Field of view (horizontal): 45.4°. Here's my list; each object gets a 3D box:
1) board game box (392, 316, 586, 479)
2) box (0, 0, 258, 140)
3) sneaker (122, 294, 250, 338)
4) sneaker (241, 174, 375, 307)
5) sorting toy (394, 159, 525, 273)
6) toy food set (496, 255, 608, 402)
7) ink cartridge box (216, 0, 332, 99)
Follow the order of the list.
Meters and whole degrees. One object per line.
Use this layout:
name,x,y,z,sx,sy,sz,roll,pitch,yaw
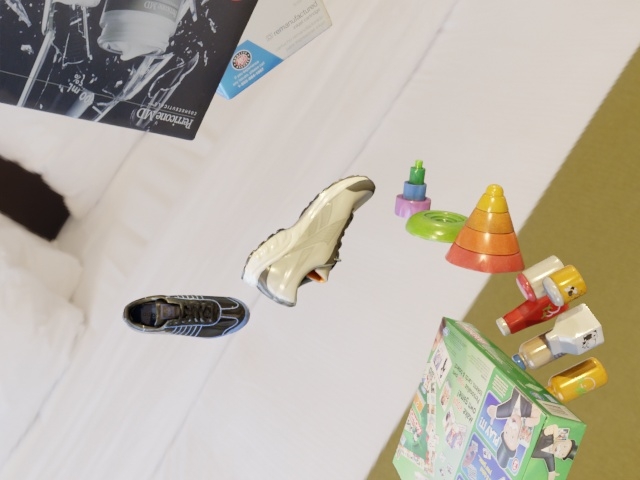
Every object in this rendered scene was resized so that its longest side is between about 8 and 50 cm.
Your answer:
board game box,0.169,0.232,0.858,0.317,0.046,0.213,-126,52,-76
box,-0.229,-0.295,0.775,0.179,0.343,0.312,37,107,27
sneaker,-0.248,0.140,1.411,0.090,0.232,0.081,89,176,-77
sneaker,0.000,0.000,1.200,0.271,0.108,0.100,-44,-11,-25
sorting toy,0.219,-0.061,1.262,0.365,0.127,0.126,-133,46,-65
toy food set,0.287,0.116,0.980,0.104,0.232,0.111,-28,45,3
ink cartridge box,-0.149,-0.412,1.170,0.223,0.307,0.129,-38,40,-10
